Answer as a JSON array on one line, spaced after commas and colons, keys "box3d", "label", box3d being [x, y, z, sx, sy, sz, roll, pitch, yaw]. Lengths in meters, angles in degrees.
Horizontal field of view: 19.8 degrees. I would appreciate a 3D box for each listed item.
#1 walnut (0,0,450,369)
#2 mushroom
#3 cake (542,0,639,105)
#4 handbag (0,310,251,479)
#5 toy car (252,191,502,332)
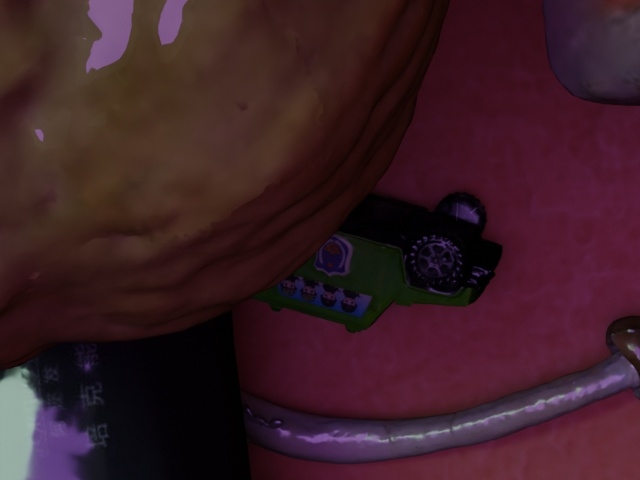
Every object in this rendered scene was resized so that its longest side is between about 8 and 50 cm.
[{"box3d": [-0.098, -0.114, 0.657, 0.306, 0.306, 0.344, -1, 61, 11], "label": "walnut"}, {"box3d": [0.017, 0.070, 0.865, 0.306, 0.043, 0.068, -3, 76, 12], "label": "mushroom"}, {"box3d": [0.236, -0.194, 0.663, 0.309, 0.230, 0.237, -15, 93, 38], "label": "cake"}, {"box3d": [-0.164, 0.165, 0.799, 0.275, 0.178, 0.301, -11, 82, 20], "label": "handbag"}, {"box3d": [0.000, 0.000, 0.847, 0.165, 0.071, 0.062, 15, 111, 9], "label": "toy car"}]
